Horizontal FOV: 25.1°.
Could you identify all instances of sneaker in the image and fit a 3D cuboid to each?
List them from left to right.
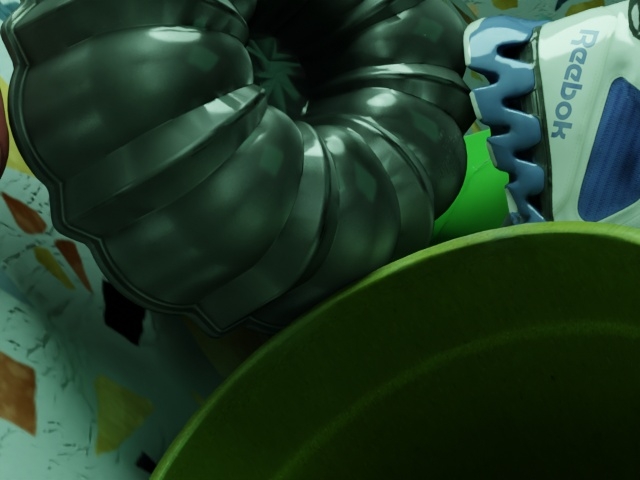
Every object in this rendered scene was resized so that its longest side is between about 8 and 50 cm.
[{"bbox_3d":[0.220,-0.023,0.925,0.127,0.182,0.315,-11,83,-65],"label":"sneaker"}]

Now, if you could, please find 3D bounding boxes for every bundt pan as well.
[{"bbox_3d":[-0.028,-0.108,0.921,0.331,0.124,0.331,11,70,-34],"label":"bundt pan"}]

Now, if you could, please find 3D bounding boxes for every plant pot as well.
[{"bbox_3d":[0.129,0.240,0.811,0.353,0.366,0.366,57,16,-30],"label":"plant pot"}]

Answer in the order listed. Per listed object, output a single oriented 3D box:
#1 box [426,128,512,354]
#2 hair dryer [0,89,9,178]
[{"bbox_3d":[0.143,0.077,1.070,0.231,0.126,0.262,55,44,-22],"label":"box"},{"bbox_3d":[-0.268,-0.106,0.810,0.223,0.080,0.293,53,19,0],"label":"hair dryer"}]
